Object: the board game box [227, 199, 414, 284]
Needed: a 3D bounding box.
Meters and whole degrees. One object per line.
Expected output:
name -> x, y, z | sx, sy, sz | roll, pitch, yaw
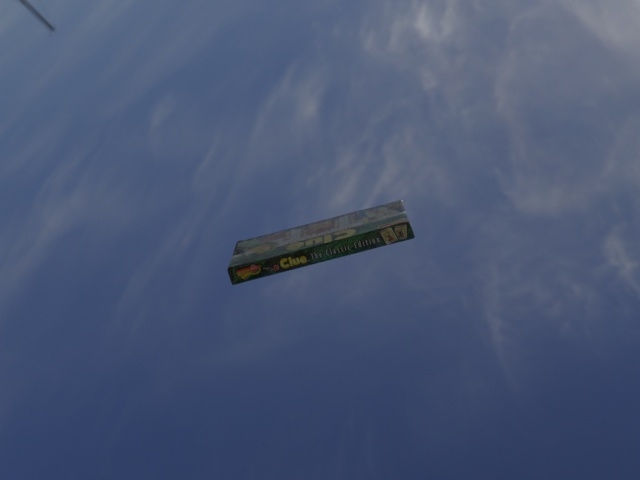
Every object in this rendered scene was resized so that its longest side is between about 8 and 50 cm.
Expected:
board game box -> 0.000, 0.000, 1.223 | 0.260, 0.030, 0.136 | -15, -162, 4
